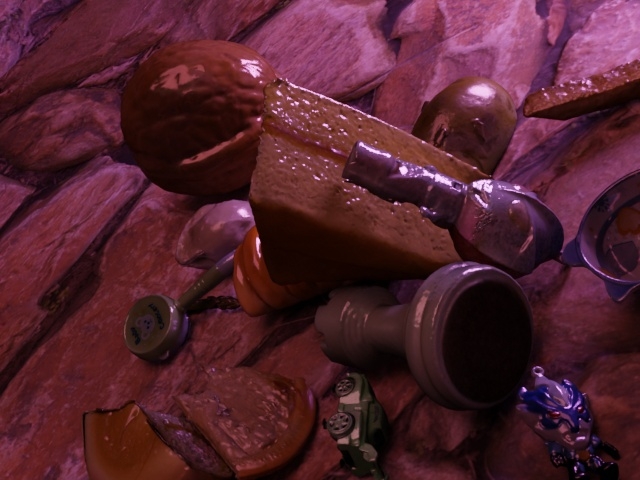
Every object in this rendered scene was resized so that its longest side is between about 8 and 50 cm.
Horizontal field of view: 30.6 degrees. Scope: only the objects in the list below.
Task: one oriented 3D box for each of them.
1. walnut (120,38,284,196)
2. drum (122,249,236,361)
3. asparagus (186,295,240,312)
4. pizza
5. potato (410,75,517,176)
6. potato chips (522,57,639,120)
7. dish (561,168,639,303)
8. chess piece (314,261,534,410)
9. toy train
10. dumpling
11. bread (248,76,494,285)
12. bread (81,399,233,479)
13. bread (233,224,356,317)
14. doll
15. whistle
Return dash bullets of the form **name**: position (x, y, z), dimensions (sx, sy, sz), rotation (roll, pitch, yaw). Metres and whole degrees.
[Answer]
- **walnut**: position (-0.208, -0.231, 2.179), dimensions (0.333, 0.333, 0.333), rotation (-24, 38, 20)
- **drum**: position (-0.244, 0.097, 2.015), dimensions (0.253, 0.049, 0.130), rotation (-52, 51, 2)
- **asparagus**: position (-0.226, 0.116, 2.044), dimensions (0.236, 0.027, 0.034), rotation (-9, 24, 34)
- **pizza**: position (-0.113, 0.246, 1.739), dimensions (0.181, 0.034, 0.262), rotation (-35, 44, -25)
- **potato**: position (0.212, -0.175, 1.908), dimensions (0.160, 0.111, 0.272), rotation (5, 53, 47)
- **potato chips**: position (0.505, -0.260, 1.767), dimensions (0.407, 0.080, 0.057), rotation (-20, 56, 23)
- **dish**: position (0.442, 0.010, 1.512), dimensions (0.236, 0.086, 0.228), rotation (-6, 48, 38)
- **chess piece**: position (0.126, 0.124, 1.605), dimensions (0.299, 0.194, 0.194), rotation (0, 50, 54)
- **toy train**: position (0.057, 0.254, 1.589), dimensions (0.081, 0.099, 0.149), rotation (-5, 44, 21)
- **dumpling**: position (-0.168, -0.017, 2.074), dimensions (0.199, 0.118, 0.136), rotation (-15, 38, -3)
- **bread**: position (0.096, -0.078, 1.692), dimensions (0.361, 0.245, 0.233), rotation (2, 57, 5)
- **bread**: position (-0.252, 0.332, 1.735), dimensions (0.260, 0.158, 0.156), rotation (39, 97, 42)
- **bread**: position (0.000, 0.000, 1.891), dimensions (0.311, 0.121, 0.173), rotation (-22, 38, 17)
- **doll**: position (0.297, 0.224, 1.426), dimensions (0.096, 0.070, 0.195), rotation (-9, 38, -10)
- **whistle**: position (0.196, -0.041, 1.626), dimensions (0.134, 0.346, 0.142), rotation (121, 171, -60)
